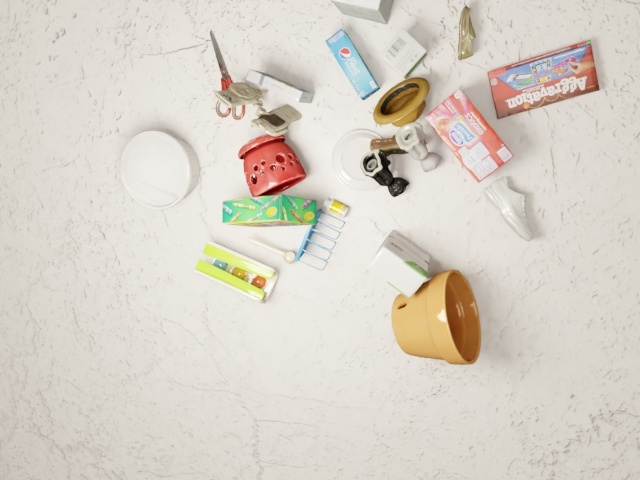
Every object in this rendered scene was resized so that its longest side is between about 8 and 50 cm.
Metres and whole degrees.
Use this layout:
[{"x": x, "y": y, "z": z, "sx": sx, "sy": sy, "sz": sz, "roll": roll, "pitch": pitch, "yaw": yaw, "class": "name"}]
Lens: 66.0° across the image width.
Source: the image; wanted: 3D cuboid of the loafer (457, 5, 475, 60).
[{"x": 0.432, "y": -0.609, "z": 1.449, "sx": 0.050, "sy": 0.056, "sz": 0.148, "roll": 4, "pitch": 113, "yaw": 13, "class": "loafer"}]

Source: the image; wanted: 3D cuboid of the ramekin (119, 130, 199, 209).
[{"x": -0.555, "y": -0.250, "z": 1.738, "sx": 0.272, "sy": 0.127, "sz": 0.273, "roll": 3, "pitch": 103, "yaw": 13, "class": "ramekin"}]

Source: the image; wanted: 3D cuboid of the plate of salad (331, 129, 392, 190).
[{"x": 0.134, "y": -0.259, "z": 1.599, "sx": 0.199, "sy": 0.048, "sz": 0.200, "roll": 0, "pitch": 88, "yaw": -2, "class": "plate of salad"}]

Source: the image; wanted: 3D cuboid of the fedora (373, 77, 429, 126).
[{"x": 0.256, "y": -0.408, "z": 1.505, "sx": 0.194, "sy": 0.194, "sz": 0.079, "roll": -33, "pitch": 130, "yaw": 19, "class": "fedora"}]

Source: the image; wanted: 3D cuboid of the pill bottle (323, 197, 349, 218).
[{"x": 0.051, "y": -0.110, "z": 1.660, "sx": 0.083, "sy": 0.043, "sz": 0.044, "roll": 28, "pitch": 107, "yaw": 6, "class": "pill bottle"}]

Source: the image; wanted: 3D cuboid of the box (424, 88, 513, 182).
[{"x": 0.442, "y": -0.312, "z": 1.474, "sx": 0.128, "sy": 0.122, "sz": 0.257, "roll": -39, "pitch": 91, "yaw": 18, "class": "box"}]

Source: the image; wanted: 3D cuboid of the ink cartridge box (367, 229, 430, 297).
[{"x": 0.254, "y": 0.067, "z": 1.558, "sx": 0.160, "sy": 0.219, "sz": 0.093, "roll": 36, "pitch": 111, "yaw": 5, "class": "ink cartridge box"}]

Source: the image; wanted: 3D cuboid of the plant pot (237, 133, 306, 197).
[{"x": -0.163, "y": -0.248, "z": 1.609, "sx": 0.191, "sy": 0.191, "sz": 0.174, "roll": -22, "pitch": 91, "yaw": 18, "class": "plant pot"}]

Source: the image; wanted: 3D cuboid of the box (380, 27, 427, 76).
[{"x": 0.252, "y": -0.560, "z": 1.485, "sx": 0.102, "sy": 0.087, "sz": 0.101, "roll": 43, "pitch": 109, "yaw": 1, "class": "box"}]

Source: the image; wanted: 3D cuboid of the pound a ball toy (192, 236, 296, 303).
[{"x": -0.259, "y": 0.087, "z": 1.756, "sx": 0.318, "sy": 0.136, "sz": 0.208, "roll": 22, "pitch": 81, "yaw": 9, "class": "pound a ball toy"}]

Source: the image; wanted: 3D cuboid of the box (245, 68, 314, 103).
[{"x": -0.125, "y": -0.488, "z": 1.567, "sx": 0.186, "sy": 0.145, "sz": 0.038, "roll": 26, "pitch": 108, "yaw": 8, "class": "box"}]

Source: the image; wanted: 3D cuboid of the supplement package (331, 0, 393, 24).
[{"x": 0.135, "y": -0.753, "z": 1.411, "sx": 0.149, "sy": 0.203, "sz": 0.194, "roll": 17, "pitch": 105, "yaw": 10, "class": "supplement package"}]

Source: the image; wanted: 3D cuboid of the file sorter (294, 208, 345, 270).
[{"x": 0.000, "y": 0.000, "z": 1.660, "sx": 0.104, "sy": 0.118, "sz": 0.170, "roll": 25, "pitch": 107, "yaw": 5, "class": "file sorter"}]

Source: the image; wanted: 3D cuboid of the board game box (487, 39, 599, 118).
[{"x": 0.647, "y": -0.465, "z": 1.439, "sx": 0.281, "sy": 0.027, "sz": 0.145, "roll": -14, "pitch": 100, "yaw": 17, "class": "board game box"}]

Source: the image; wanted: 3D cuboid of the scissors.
[{"x": -0.314, "y": -0.558, "z": 1.667, "sx": 0.108, "sy": 0.021, "sz": 0.298, "roll": 1, "pitch": 101, "yaw": 17, "class": "scissors"}]

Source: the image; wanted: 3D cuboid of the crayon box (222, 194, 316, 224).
[{"x": -0.168, "y": -0.091, "z": 1.598, "sx": 0.278, "sy": 0.165, "sz": 0.081, "roll": -1, "pitch": 86, "yaw": 40, "class": "crayon box"}]

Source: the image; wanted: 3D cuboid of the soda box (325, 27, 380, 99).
[{"x": 0.102, "y": -0.546, "z": 1.534, "sx": 0.067, "sy": 0.071, "sz": 0.210, "roll": -31, "pitch": 93, "yaw": 18, "class": "soda box"}]

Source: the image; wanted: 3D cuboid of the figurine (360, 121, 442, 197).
[{"x": 0.261, "y": -0.234, "z": 1.515, "sx": 0.214, "sy": 0.209, "sz": 0.092, "roll": -36, "pitch": 53, "yaw": 18, "class": "figurine"}]

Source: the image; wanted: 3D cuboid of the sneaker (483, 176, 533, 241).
[{"x": 0.601, "y": -0.098, "z": 1.512, "sx": 0.094, "sy": 0.080, "sz": 0.212, "roll": -37, "pitch": 90, "yaw": 7, "class": "sneaker"}]

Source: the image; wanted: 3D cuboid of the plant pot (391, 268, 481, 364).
[{"x": 0.359, "y": 0.252, "z": 1.558, "sx": 0.203, "sy": 0.290, "sz": 0.291, "roll": -16, "pitch": 98, "yaw": 34, "class": "plant pot"}]

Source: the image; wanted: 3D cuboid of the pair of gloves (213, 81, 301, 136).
[{"x": -0.198, "y": -0.421, "z": 1.577, "sx": 0.240, "sy": 0.204, "sz": 0.042, "roll": 35, "pitch": 130, "yaw": 3, "class": "pair of gloves"}]

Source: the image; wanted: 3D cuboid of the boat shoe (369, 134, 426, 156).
[{"x": 0.242, "y": -0.306, "z": 1.549, "sx": 0.177, "sy": 0.064, "sz": 0.060, "roll": -9, "pitch": 77, "yaw": 0, "class": "boat shoe"}]
